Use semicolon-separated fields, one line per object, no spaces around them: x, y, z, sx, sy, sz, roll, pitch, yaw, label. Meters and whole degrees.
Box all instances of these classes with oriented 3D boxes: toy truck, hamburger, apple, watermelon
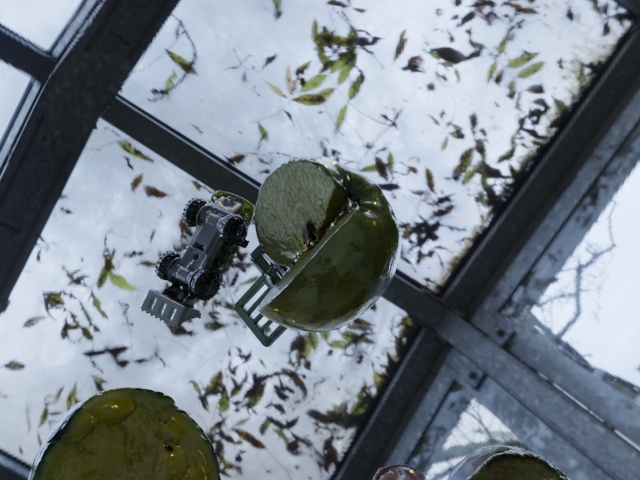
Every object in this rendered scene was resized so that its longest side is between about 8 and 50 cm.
-0.228;0.037;1.378;0.286;0.136;0.111;-62;-29;-11;toy truck
0.364;0.536;1.348;0.265;0.284;0.134;-49;-22;-22;hamburger
0.017;0.010;1.238;0.233;0.295;0.258;18;-47;-32;apple
-0.332;0.408;1.146;0.189;0.331;0.331;-17;-59;33;watermelon

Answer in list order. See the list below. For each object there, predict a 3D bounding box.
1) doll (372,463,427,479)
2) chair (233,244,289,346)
0.095;0.409;0.854;0.216;0.284;0.269;-18;-55;-17;doll
-0.088;0.089;1.511;0.270;0.136;0.147;-44;-22;8;chair
